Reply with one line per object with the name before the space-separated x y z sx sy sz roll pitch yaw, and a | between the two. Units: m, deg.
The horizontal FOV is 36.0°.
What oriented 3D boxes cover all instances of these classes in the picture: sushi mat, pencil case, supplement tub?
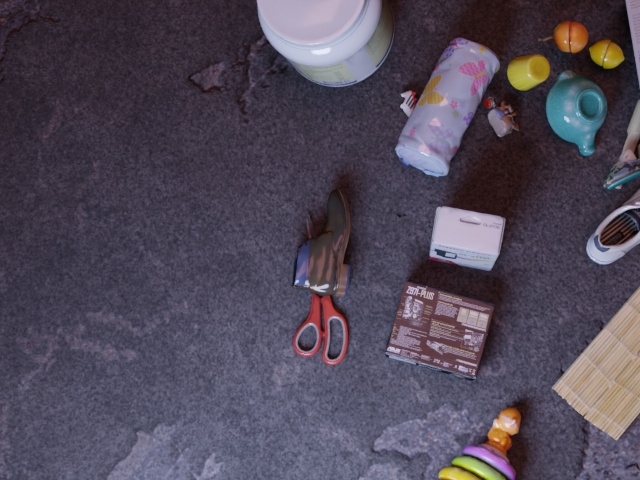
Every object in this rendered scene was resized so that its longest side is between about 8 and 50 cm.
sushi mat | 0.598 0.215 1.872 0.151 0.019 0.316 41 85 10
pencil case | 0.255 -0.262 1.948 0.124 0.113 0.273 31 80 -33
supplement tub | 0.012 -0.435 1.882 0.235 0.325 0.235 0 88 10

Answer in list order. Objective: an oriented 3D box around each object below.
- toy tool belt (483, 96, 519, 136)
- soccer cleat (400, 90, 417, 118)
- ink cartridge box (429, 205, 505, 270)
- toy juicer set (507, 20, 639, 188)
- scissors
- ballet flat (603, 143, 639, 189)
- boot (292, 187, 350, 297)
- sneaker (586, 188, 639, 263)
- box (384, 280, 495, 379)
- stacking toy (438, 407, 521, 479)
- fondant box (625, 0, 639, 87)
toy tool belt | 0.364 -0.251 1.977 0.051 0.052 0.083 -20 79 -31
soccer cleat | 0.181 -0.265 2.002 0.035 0.029 0.083 -6 75 13
ink cartridge box | 0.273 -0.001 1.864 0.127 0.175 0.072 11 80 7
toy juicer set | 0.532 -0.286 1.951 0.329 0.089 0.209 46 76 -14
scissors | 0.010 0.096 1.950 0.109 0.021 0.297 4 78 6
ballet flat | 0.619 -0.154 1.914 0.188 0.070 0.070 -19 77 -18
boot | 0.000 0.000 1.922 0.106 0.082 0.219 3 74 -12
sneaker | 0.622 -0.049 1.886 0.258 0.091 0.094 -42 78 -6
box | 0.226 0.173 1.883 0.180 0.077 0.147 14 80 7
stacking toy | 0.289 0.436 1.805 0.165 0.175 0.302 33 69 5
fondant box | 0.722 -0.370 1.872 0.238 0.096 0.330 -12 65 23
